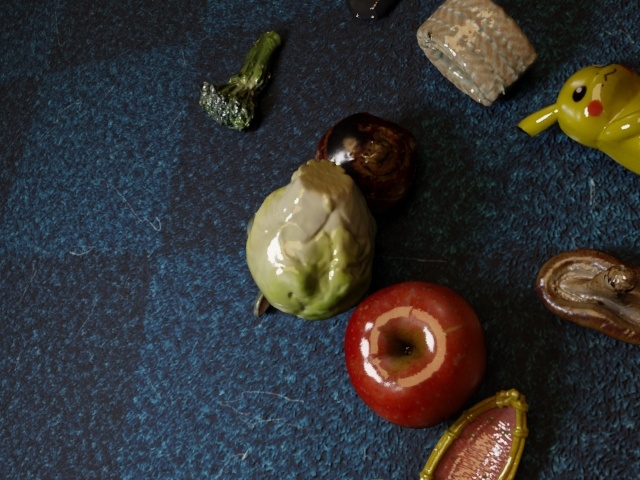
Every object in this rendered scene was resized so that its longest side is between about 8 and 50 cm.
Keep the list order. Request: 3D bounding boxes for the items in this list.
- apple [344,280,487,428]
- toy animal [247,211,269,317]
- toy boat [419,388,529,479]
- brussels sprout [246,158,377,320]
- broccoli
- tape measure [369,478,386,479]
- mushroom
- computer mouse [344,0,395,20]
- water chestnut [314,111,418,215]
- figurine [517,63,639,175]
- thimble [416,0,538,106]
[{"bbox_3d":[0.174,0.207,1.068,0.260,0.216,0.261,-8,69,21],"label":"apple"},{"bbox_3d":[-0.109,0.051,1.345,0.107,0.138,0.237,-4,93,-13],"label":"toy animal"},{"bbox_3d":[0.262,0.397,1.028,0.141,0.099,0.318,32,90,31],"label":"toy boat"},{"bbox_3d":[-0.006,0.012,1.117,0.242,0.317,0.274,26,70,21],"label":"brussels sprout"},{"bbox_3d":[-0.192,-0.429,1.541,0.164,0.145,0.304,18,68,26],"label":"broccoli"},{"bbox_3d":[0.099,0.540,1.009,0.207,0.115,0.236,-52,48,49],"label":"tape measure"},{"bbox_3d":[0.468,0.072,0.973,0.226,0.217,0.148,14,79,30],"label":"mushroom"},{"bbox_3d":[0.154,-0.649,1.475,0.122,0.073,0.217,40,98,34],"label":"computer mouse"},{"bbox_3d":[0.098,-0.163,1.266,0.223,0.238,0.224,7,64,-15],"label":"water chestnut"},{"bbox_3d":[0.561,-0.230,1.073,0.218,0.169,0.326,-43,60,-12],"label":"figurine"},{"bbox_3d":[0.322,-0.404,1.238,0.148,0.196,0.229,-44,89,9],"label":"thimble"}]
